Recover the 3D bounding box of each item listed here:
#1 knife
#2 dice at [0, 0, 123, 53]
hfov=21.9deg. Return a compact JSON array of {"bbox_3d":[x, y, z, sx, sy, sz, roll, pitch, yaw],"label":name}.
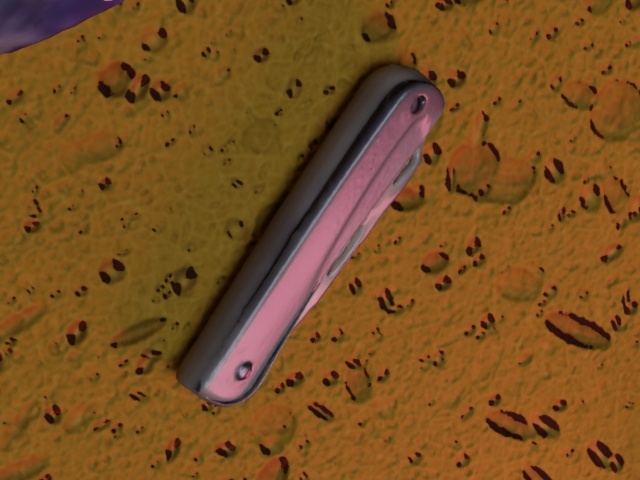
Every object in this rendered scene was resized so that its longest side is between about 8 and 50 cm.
[{"bbox_3d":[-0.002,-0.001,1.123,0.073,0.040,0.266,34,91,-45],"label":"knife"},{"bbox_3d":[-0.174,-0.261,0.769,0.271,0.270,0.270,-38,123,-11],"label":"dice"}]
